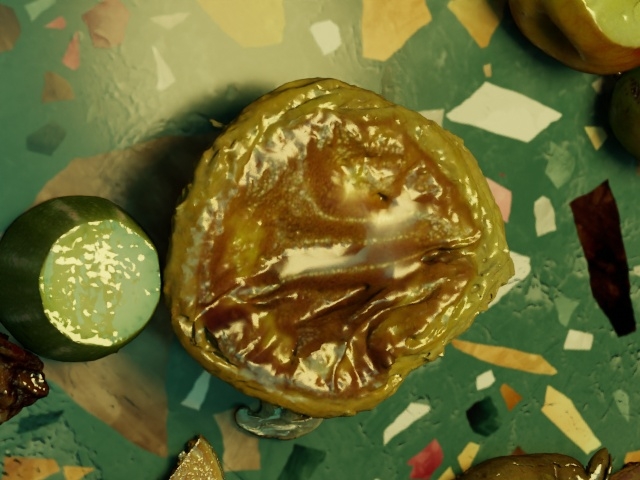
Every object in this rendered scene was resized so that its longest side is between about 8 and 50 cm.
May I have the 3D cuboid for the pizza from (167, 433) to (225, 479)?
[{"bbox_3d":[-0.138,0.248,1.326,0.078,0.025,0.083,-15,94,-24],"label":"pizza"}]

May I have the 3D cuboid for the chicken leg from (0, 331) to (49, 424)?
[{"bbox_3d":[-0.415,0.120,1.180,0.322,0.083,0.177,18,107,-25],"label":"chicken leg"}]

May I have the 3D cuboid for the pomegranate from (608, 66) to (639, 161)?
[{"bbox_3d":[0.408,-0.139,1.455,0.152,0.131,0.191,-55,133,-13],"label":"pomegranate"}]

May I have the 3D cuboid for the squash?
[{"bbox_3d":[-0.223,0.039,1.226,0.170,0.123,0.170,-1,91,-25],"label":"squash"}]

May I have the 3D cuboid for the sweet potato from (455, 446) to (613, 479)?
[{"bbox_3d":[0.189,0.310,1.427,0.310,0.098,0.124,-37,115,-11],"label":"sweet potato"}]

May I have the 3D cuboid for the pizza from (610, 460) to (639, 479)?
[{"bbox_3d":[0.441,0.339,1.533,0.305,0.085,0.161,12,69,-24],"label":"pizza"}]

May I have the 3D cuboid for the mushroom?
[{"bbox_3d":[-0.044,0.189,1.360,0.101,0.019,0.049,1,95,-22],"label":"mushroom"}]

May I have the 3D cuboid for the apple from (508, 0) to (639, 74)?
[{"bbox_3d":[0.297,-0.273,1.368,0.173,0.160,0.195,-46,111,-7],"label":"apple"}]

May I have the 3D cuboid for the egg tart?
[{"bbox_3d":[0.000,0.000,1.280,0.339,0.153,0.351,45,76,-20],"label":"egg tart"}]
